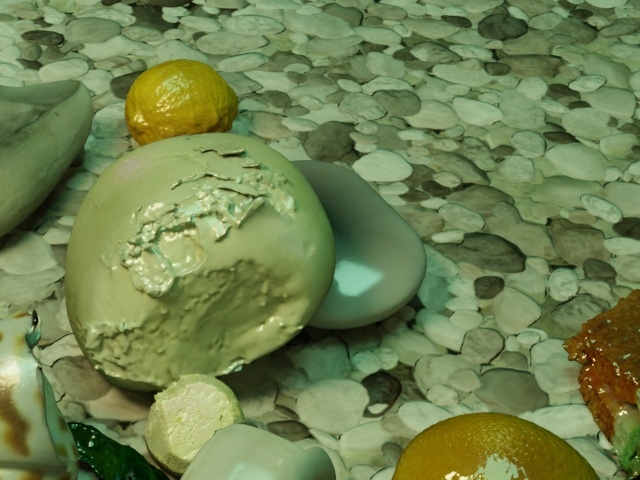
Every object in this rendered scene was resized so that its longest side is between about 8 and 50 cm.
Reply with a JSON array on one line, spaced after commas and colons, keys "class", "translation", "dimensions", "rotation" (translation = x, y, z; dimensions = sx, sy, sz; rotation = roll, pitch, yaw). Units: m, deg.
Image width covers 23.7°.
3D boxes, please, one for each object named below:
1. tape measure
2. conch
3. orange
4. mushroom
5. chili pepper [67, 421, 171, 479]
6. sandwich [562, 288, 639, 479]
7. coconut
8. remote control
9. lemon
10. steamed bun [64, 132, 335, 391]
[{"class": "tape measure", "translation": [-0.079, 0.304, 1.478], "dimensions": [0.130, 0.265, 0.258], "rotation": [18, 46, 20]}, {"class": "conch", "translation": [-0.334, 0.216, 1.594], "dimensions": [0.148, 0.183, 0.275], "rotation": [-14, 78, -3]}, {"class": "orange", "translation": [0.177, 0.283, 1.554], "dimensions": [0.236, 0.236, 0.236], "rotation": [3, 36, -3]}, {"class": "mushroom", "translation": [-0.448, -0.085, 2.053], "dimensions": [0.177, 0.126, 0.397], "rotation": [4, 36, 15]}, {"class": "chili pepper", "translation": [-0.215, 0.285, 1.631], "dimensions": [0.122, 0.065, 0.279], "rotation": [-17, 37, -7]}, {"class": "sandwich", "translation": [0.422, 0.151, 1.853], "dimensions": [0.292, 0.109, 0.212], "rotation": [-19, 43, -29]}, {"class": "coconut", "translation": [-0.138, 0.210, 1.700], "dimensions": [0.116, 0.122, 0.116], "rotation": [1, 74, -4]}, {"class": "remote control", "translation": [0.000, 0.000, 2.005], "dimensions": [0.221, 0.103, 0.332], "rotation": [-21, 44, -20]}, {"class": "lemon", "translation": [-0.200, -0.194, 2.216], "dimensions": [0.187, 0.142, 0.142], "rotation": [-15, 41, -34]}, {"class": "steamed bun", "translation": [-0.166, -0.001, 1.820], "dimensions": [0.334, 0.233, 0.312], "rotation": [-29, 35, -11]}]
